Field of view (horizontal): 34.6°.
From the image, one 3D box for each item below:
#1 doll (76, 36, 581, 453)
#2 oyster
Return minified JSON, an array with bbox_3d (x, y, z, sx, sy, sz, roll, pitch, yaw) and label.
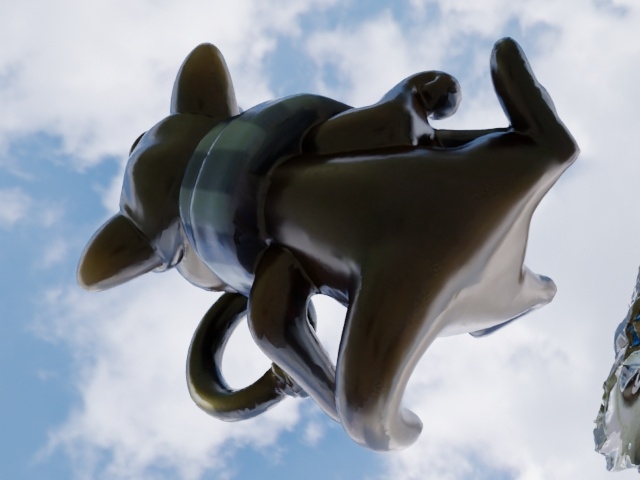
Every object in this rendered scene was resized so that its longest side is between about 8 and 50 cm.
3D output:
[{"bbox_3d":[0.003,0.001,0.751,0.339,0.209,0.318,14,-92,34],"label":"doll"},{"bbox_3d":[0.313,0.106,0.923,0.223,0.214,0.083,-47,-142,2],"label":"oyster"}]
